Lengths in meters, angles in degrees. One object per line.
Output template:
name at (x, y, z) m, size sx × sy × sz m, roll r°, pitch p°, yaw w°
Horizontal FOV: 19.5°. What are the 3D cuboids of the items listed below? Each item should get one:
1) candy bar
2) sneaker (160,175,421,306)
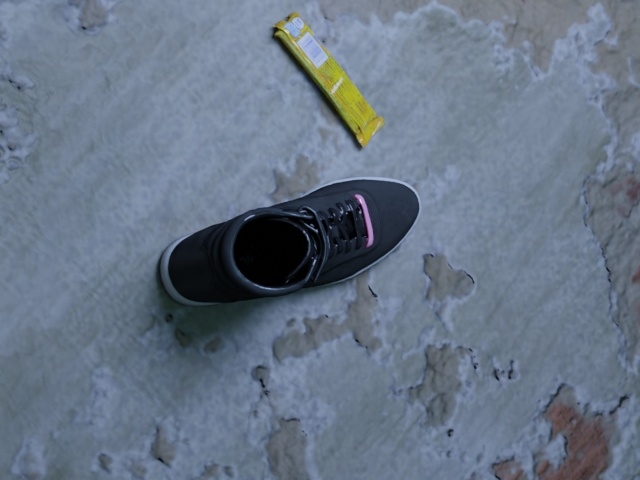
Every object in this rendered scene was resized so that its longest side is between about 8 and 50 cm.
candy bar at (0.009, -0.169, 1.939) m, size 0.040 × 0.018 × 0.161 m, roll -47°, pitch 107°, yaw -23°
sneaker at (0.000, 0.000, 1.860) m, size 0.296 × 0.147 × 0.104 m, roll -17°, pitch 94°, yaw -27°
